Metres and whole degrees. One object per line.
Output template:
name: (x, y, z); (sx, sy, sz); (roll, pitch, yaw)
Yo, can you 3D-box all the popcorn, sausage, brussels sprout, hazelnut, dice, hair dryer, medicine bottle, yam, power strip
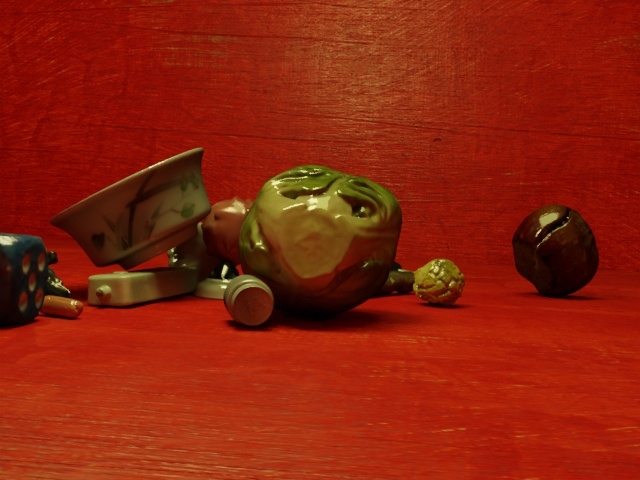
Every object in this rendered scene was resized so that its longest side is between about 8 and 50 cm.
popcorn: (0.260, 0.097, 1.993); (0.106, 0.116, 0.120); (-26, 36, 20)
sausage: (-0.433, 0.110, 1.510); (0.083, 0.034, 0.034); (5, 3, 26)
brussels sprout: (-0.005, 0.004, 1.665); (0.289, 0.281, 0.355); (14, 1, 4)
hazelnut: (0.611, 0.025, 2.366); (0.218, 0.233, 0.218); (-26, 13, 6)
dice: (-0.516, 0.055, 1.412); (0.147, 0.143, 0.146); (3, 3, 5)
hair dryer: (0.260, 0.102, 2.574); (0.198, 0.057, 0.100); (13, 6, 22)
medicine bottle: (-0.120, 0.102, 1.522); (0.080, 0.080, 0.130); (2, 3, -10)
yam: (0.150, 0.104, 2.158); (0.061, 0.061, 0.253); (5, 4, 36)
power strip: (-0.355, 0.089, 1.826); (0.091, 0.062, 0.385); (0, 1, 14)

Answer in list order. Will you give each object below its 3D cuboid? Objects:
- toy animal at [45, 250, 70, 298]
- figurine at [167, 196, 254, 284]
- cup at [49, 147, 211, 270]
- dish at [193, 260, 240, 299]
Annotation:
toy animal: (-0.493, 0.077, 1.625); (0.117, 0.121, 0.210); (22, -6, -4)
figurine: (-0.206, -0.012, 2.031); (0.387, 0.207, 0.166); (-32, 8, 42)
cup: (-0.363, -0.046, 1.873); (0.347, 0.163, 0.347); (-27, 4, 2)
dish: (-0.202, 0.083, 1.952); (0.141, 0.078, 0.141); (3, 2, 0)
